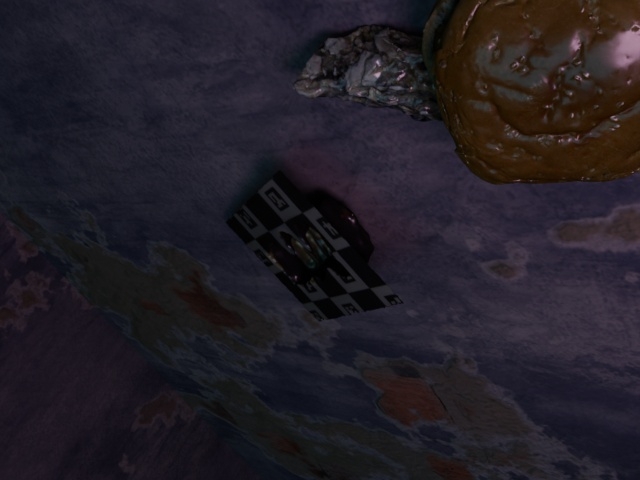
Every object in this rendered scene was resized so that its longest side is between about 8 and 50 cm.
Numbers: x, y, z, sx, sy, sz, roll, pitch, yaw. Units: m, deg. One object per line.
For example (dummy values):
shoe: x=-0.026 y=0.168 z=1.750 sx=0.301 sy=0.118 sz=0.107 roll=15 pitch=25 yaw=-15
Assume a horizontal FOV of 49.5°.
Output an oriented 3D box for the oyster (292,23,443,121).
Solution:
oyster: x=0.115 y=-0.220 z=0.919 sx=0.252 sy=0.087 sz=0.199 roll=25 pitch=150 yaw=-12

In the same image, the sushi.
sushi: x=0.000 y=0.000 z=1.293 sx=0.296 sy=0.100 sz=0.373 roll=47 pitch=156 yaw=-6

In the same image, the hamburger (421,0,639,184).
hamburger: x=0.254 y=-0.176 z=0.756 sx=0.285 sy=0.134 sz=0.265 roll=-6 pitch=137 yaw=24
